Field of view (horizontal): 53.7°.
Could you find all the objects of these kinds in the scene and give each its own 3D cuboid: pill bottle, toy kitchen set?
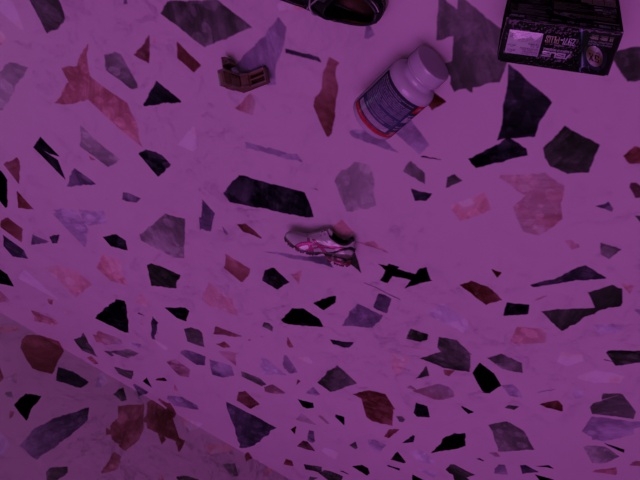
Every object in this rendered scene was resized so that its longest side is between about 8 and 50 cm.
[{"bbox_3d":[0.158,-0.289,1.234,0.108,0.108,0.180,37,135,-15],"label":"pill bottle"},{"bbox_3d":[-0.164,-0.360,1.326,0.075,0.083,0.068,-12,85,30],"label":"toy kitchen set"}]

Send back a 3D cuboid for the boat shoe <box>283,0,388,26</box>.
[{"bbox_3d":[0.005,-0.450,1.160,0.232,0.079,0.084,17,142,6],"label":"boat shoe"}]

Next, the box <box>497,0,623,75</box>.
[{"bbox_3d":[0.395,-0.354,1.051,0.180,0.147,0.078,11,135,10],"label":"box"}]

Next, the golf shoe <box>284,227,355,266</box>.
[{"bbox_3d":[0.000,0.000,1.617,0.186,0.067,0.086,17,109,6],"label":"golf shoe"}]
